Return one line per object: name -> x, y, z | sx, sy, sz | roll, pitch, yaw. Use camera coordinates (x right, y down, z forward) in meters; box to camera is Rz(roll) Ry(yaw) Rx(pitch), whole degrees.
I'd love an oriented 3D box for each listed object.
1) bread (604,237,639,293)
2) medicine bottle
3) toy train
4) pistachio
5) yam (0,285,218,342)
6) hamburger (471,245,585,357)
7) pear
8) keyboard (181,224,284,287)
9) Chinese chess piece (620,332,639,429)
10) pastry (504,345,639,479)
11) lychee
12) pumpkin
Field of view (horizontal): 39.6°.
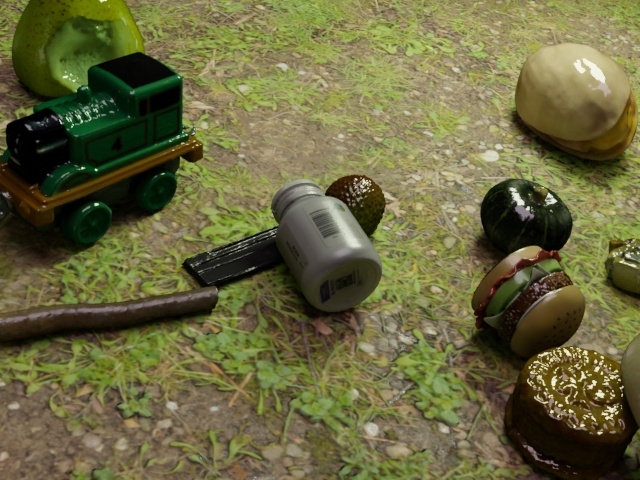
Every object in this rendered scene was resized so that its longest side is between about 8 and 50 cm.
bread -> 0.584, 0.046, 1.583 | 0.156, 0.064, 0.117 | 4, 36, -9
medicine bottle -> 0.000, 0.000, 1.444 | 0.135, 0.135, 0.215 | -10, 46, -24
toy train -> -0.372, -0.160, 1.487 | 0.178, 0.249, 0.429 | 33, 43, 28
pistachio -> 0.555, -0.308, 1.934 | 0.230, 0.230, 0.309 | -11, 47, -25
yam -> -0.313, 0.107, 1.324 | 0.326, 0.045, 0.045 | -7, 9, -23
hamburger -> 0.333, 0.103, 1.376 | 0.175, 0.175, 0.137 | -19, 52, -32
pear -> -0.482, -0.430, 1.826 | 0.292, 0.292, 0.159 | -18, 35, -31
keyboard -> -0.108, 0.021, 1.502 | 0.250, 0.017, 0.087 | -21, 46, -35
Chinese chess piece -> 0.527, 0.231, 1.208 | 0.273, 0.102, 0.273 | 30, 38, -26
pastry -> 0.356, 0.238, 1.248 | 0.188, 0.103, 0.189 | 6, 37, -4
lychee -> 0.057, -0.061, 1.569 | 0.114, 0.114, 0.146 | 12, 55, 3
pumpkin -> 0.368, -0.040, 1.598 | 0.167, 0.125, 0.167 | 1, 53, -1
